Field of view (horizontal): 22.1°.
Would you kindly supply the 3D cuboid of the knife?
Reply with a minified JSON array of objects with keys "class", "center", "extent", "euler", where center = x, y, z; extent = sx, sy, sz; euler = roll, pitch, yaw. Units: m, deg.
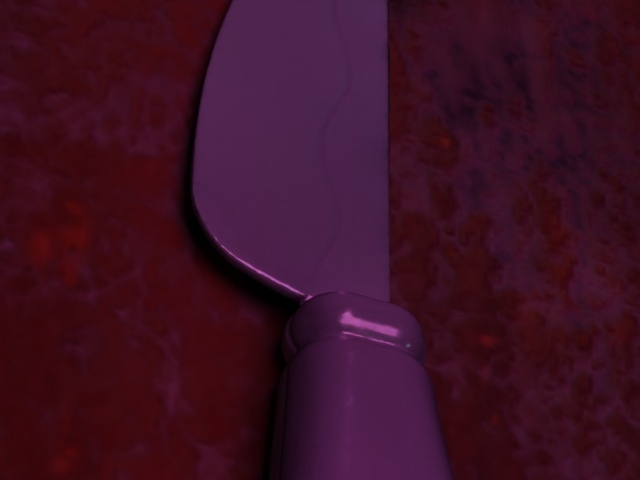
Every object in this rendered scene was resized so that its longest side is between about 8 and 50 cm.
[{"class":"knife","center":[-0.002,0.000,0.501],"extent":[0.080,0.044,0.331],"euler":[9,53,-19]}]
